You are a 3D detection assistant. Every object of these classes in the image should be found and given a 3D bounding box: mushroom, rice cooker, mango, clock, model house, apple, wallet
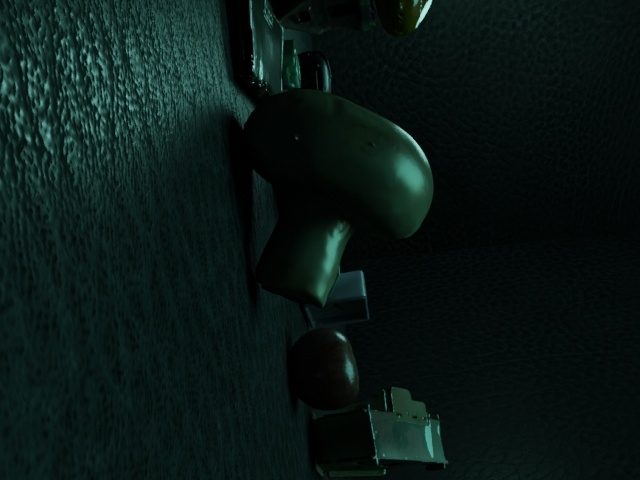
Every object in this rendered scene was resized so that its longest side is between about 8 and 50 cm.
[{"bbox_3d":[-0.003,-0.055,1.000,0.290,0.292,0.292,-64,174,-3],"label":"mushroom"},{"bbox_3d":[-0.027,-0.450,1.968,0.106,0.112,0.165,-54,138,-76],"label":"rice cooker"},{"bbox_3d":[0.184,-0.598,1.634,0.166,0.136,0.236,-17,103,-69],"label":"mango"},{"bbox_3d":[-0.073,-0.418,1.724,0.135,0.041,0.101,80,6,-49],"label":"clock"},{"bbox_3d":[0.100,0.442,1.573,0.326,0.244,0.169,23,52,-47],"label":"model house"},{"bbox_3d":[0.006,0.236,1.281,0.153,0.120,0.153,-12,90,-86],"label":"apple"},{"bbox_3d":[-0.009,-0.596,1.569,0.237,0.237,0.202,71,14,-56],"label":"model house"},{"bbox_3d":[0.034,0.142,1.622,0.197,0.150,0.063,77,5,-66],"label":"clock"},{"bbox_3d":[-0.099,-0.310,1.134,0.317,0.044,0.169,-18,106,-85],"label":"wallet"}]

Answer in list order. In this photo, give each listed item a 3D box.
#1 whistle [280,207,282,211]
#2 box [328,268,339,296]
[{"bbox_3d":[-0.039,-0.112,1.351,0.180,0.093,0.269,-150,-129,-63],"label":"whistle"},{"bbox_3d":[-0.014,-0.021,1.500,0.135,0.079,0.269,108,-20,-64],"label":"box"}]
